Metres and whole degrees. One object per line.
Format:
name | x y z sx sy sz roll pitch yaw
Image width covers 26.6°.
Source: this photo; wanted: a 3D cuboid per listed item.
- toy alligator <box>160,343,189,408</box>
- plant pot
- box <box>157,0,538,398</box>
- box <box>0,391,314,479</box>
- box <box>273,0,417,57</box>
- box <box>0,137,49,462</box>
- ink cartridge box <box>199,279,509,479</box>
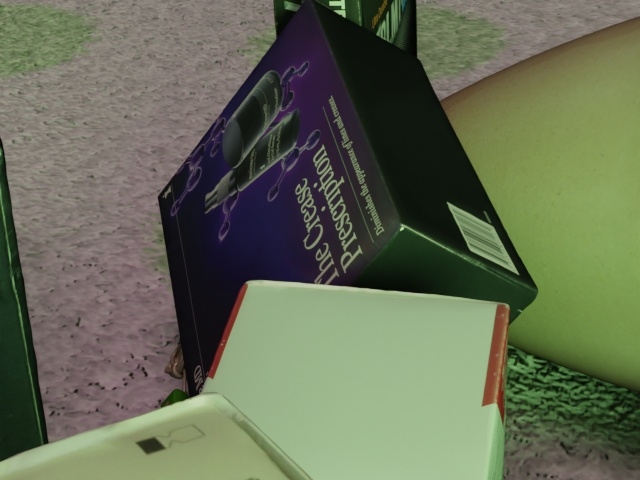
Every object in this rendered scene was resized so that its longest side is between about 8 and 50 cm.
toy alligator | -0.072 0.124 0.787 0.051 0.056 0.190 36 22 -16
plant pot | 0.172 -0.022 0.870 0.274 0.256 0.256 0 23 44
box | 0.000 0.000 0.813 0.103 0.184 0.261 24 26 -27
box | -0.049 0.212 0.333 0.148 0.311 0.121 -19 31 -26
box | 0.028 -0.161 1.052 0.073 0.293 0.295 3 28 10
box | -0.422 0.024 0.743 0.471 0.297 0.480 -11 29 -16
ink cartridge box | 0.017 0.129 0.616 0.127 0.176 0.128 4 39 10
